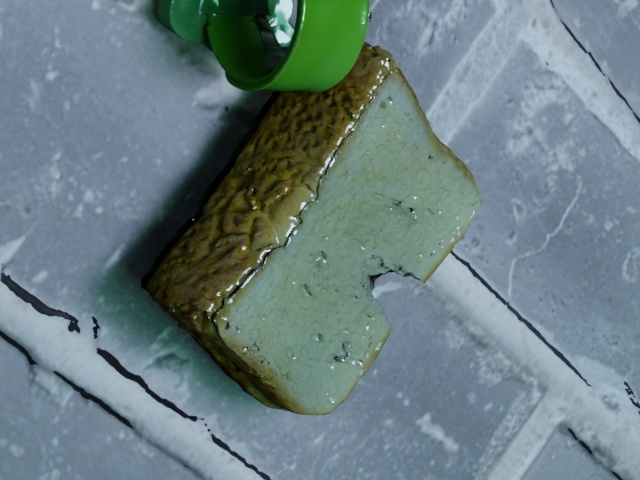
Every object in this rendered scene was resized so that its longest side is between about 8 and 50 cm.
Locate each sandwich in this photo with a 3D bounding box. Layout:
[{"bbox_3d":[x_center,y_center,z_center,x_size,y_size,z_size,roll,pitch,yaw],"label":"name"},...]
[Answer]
[{"bbox_3d":[0.001,0.001,1.600,0.273,0.095,0.249,-55,143,-10],"label":"sandwich"}]

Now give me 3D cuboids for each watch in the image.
[{"bbox_3d":[-0.038,-0.198,1.473,0.131,0.152,0.165,0,107,-38],"label":"watch"}]
